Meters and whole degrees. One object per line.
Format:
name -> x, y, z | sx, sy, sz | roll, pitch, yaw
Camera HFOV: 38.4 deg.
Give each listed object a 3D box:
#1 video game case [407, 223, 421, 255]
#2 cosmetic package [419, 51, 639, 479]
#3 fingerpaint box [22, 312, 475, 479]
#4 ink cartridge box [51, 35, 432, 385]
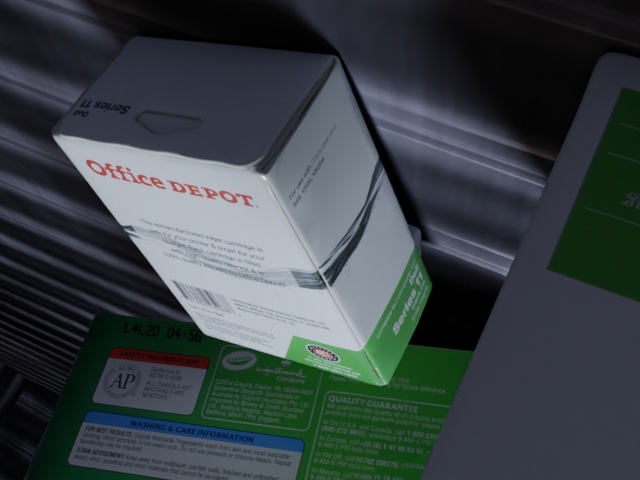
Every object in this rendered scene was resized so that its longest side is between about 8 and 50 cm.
video game case -> 0.000, 0.000, 0.677 | 0.157, 0.019, 0.143 | 22, 159, 15
cosmetic package -> 0.127, 0.138, 0.347 | 0.197, 0.365, 0.155 | 20, 159, 16
fingerpaint box -> 0.046, 0.238, 0.775 | 0.445, 0.163, 0.371 | 4, 143, 15
ink cartridge box -> -0.037, -0.015, 0.551 | 0.153, 0.087, 0.208 | 13, 149, 31
